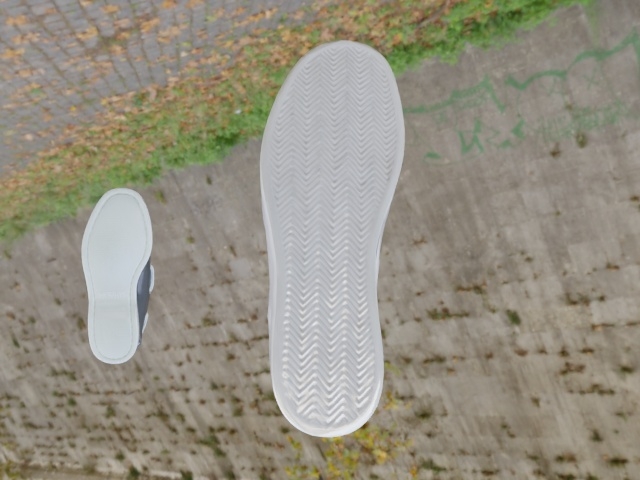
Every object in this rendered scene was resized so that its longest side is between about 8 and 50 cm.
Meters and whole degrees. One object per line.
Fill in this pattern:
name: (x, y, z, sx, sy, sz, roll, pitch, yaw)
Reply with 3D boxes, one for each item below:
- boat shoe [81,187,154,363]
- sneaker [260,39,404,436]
boat shoe: (-0.347, 0.056, 0.969, 0.114, 0.302, 0.091, 10, -171, -9)
sneaker: (0.000, 0.000, 0.469, 0.108, 0.292, 0.169, 7, 167, -3)
